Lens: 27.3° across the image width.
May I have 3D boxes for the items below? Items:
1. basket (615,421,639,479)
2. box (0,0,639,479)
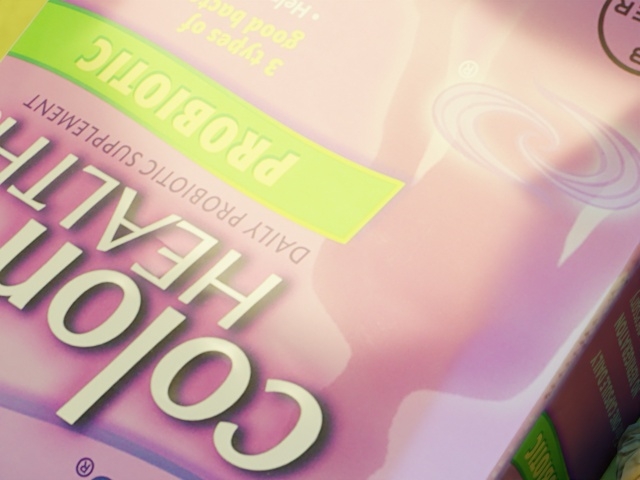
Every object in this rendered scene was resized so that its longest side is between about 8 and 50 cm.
[{"bbox_3d":[0.223,0.075,0.269,0.299,0.213,0.223,-16,64,10],"label":"basket"},{"bbox_3d":[0.000,0.000,0.427,0.213,0.117,0.243,31,80,26],"label":"box"}]
